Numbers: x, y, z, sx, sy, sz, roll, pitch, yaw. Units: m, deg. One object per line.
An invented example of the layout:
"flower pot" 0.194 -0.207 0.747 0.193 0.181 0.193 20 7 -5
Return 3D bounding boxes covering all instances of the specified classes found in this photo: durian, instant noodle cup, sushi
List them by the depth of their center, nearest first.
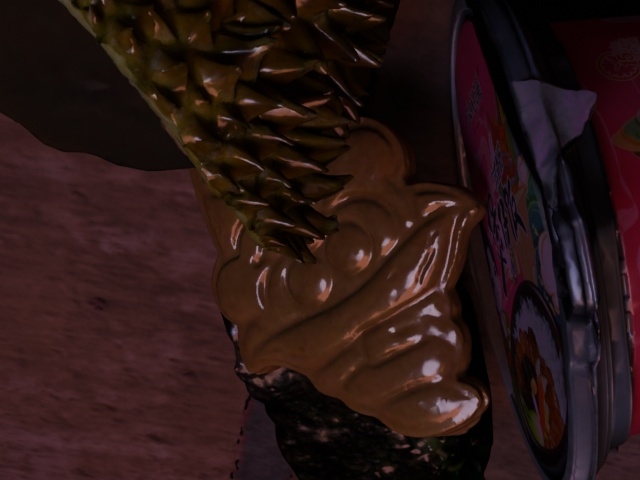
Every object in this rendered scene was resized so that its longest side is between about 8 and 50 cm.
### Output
"durian" -0.050 -0.099 0.731 0.139 0.144 0.252 16 157 48
"instant noodle cup" 0.178 -0.015 0.877 0.181 0.302 0.258 -11 106 -3
"sushi" 0.029 0.066 1.052 0.127 0.124 0.225 -11 131 17

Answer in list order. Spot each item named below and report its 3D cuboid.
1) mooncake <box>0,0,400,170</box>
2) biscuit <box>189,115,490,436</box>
"mooncake" -0.071 -0.149 0.820 0.228 0.124 0.228 5 135 5
"biscuit" 0.000 0.000 0.925 0.162 0.250 0.035 -46 160 21
